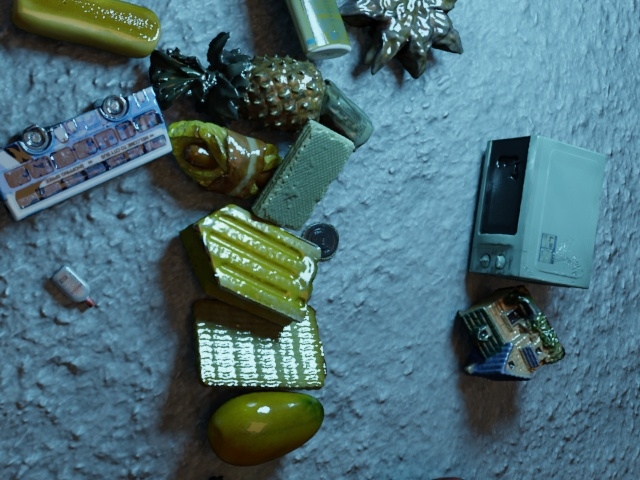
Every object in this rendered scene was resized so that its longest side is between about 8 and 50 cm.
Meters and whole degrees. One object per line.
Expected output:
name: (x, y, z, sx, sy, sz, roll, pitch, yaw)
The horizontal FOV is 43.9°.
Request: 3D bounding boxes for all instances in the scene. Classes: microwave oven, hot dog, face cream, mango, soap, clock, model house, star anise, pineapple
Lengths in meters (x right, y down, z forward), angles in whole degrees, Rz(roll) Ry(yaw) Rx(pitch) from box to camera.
microwave oven: (0.462, -0.057, 1.717, 0.237, 0.181, 0.295, 10, 86, -30)
hot dog: (-0.158, -0.134, 1.418, 0.261, 0.093, 0.123, 13, 126, -31)
face cream: (-0.414, 0.081, 1.342, 0.040, 0.021, 0.083, -47, 110, -19)
face cream: (-0.029, -0.481, 1.475, 0.139, 0.067, 0.285, -17, 89, -56)
mango: (-0.101, 0.339, 1.446, 0.221, 0.151, 0.120, 0, 52, -34)
soap: (-0.133, 0.038, 1.443, 0.257, 0.080, 0.160, 27, 62, -25)
clock: (0.000, 0.000, 1.567, 0.083, 0.010, 0.074, 11, 86, -28)
model house: (0.382, 0.214, 1.696, 0.172, 0.166, 0.183, -27, 92, -21)
star anise: (0.173, -0.476, 1.598, 0.315, 0.108, 0.316, -1, 94, -21)
pineapple: (-0.150, -0.282, 1.420, 0.309, 0.141, 0.170, 4, 99, -21)

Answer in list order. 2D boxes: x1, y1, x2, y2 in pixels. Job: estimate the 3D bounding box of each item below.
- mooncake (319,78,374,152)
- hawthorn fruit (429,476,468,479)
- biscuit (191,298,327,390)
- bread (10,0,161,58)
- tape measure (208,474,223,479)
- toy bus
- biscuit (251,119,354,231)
mooncake: (0.036, -0.238, 1.521, 0.073, 0.130, 0.125, -43, 115, 14)
hawthorn fruit: (0.304, 0.702, 1.502, 0.471, 0.471, 0.472, 0, 91, -28)
biscuit: (-0.111, 0.193, 1.462, 0.254, 0.029, 0.172, 6, 56, -27)
bread: (-0.389, -0.365, 1.319, 0.239, 0.074, 0.093, 10, 70, -29)
tape measure: (-0.155, 0.554, 1.443, 0.200, 0.106, 0.175, 41, 59, -24)
toy bus: (-0.398, -0.147, 1.303, 0.297, 0.106, 0.131, -28, 105, -23)
biscuit: (-0.030, -0.115, 1.448, 0.121, 0.040, 0.199, 22, 107, -45)
